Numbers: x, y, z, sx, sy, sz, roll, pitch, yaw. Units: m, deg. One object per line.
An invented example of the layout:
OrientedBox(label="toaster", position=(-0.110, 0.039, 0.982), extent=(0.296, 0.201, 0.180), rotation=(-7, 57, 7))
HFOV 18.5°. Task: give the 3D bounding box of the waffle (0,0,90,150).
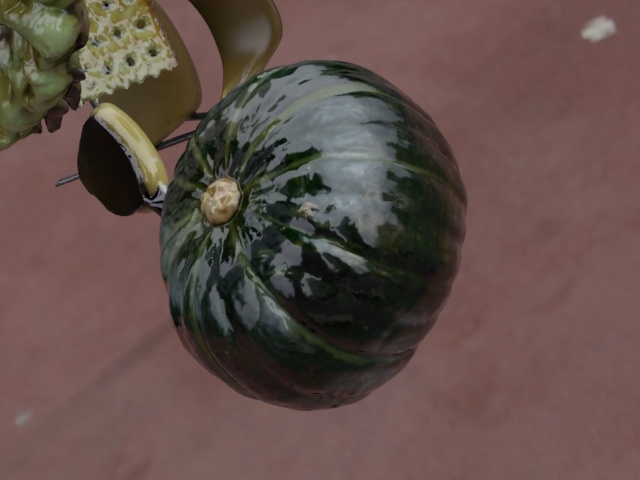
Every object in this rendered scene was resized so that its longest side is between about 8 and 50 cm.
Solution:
OrientedBox(label="waffle", position=(-0.161, -0.153, 0.961), extent=(0.054, 0.214, 0.208), rotation=(-14, 68, -24))

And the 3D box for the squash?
OrientedBox(label="squash", position=(-0.005, -0.002, 1.210), extent=(0.218, 0.172, 0.218), rotation=(-14, 61, 28))

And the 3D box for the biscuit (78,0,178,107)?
OrientedBox(label="biscuit", position=(-0.237, -0.174, 1.717), extent=(0.203, 0.144, 0.016), rotation=(-23, -12, -9))

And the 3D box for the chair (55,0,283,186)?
OrientedBox(label="chair", position=(-0.178, -0.177, 1.961), extent=(0.247, 0.158, 0.172), rotation=(-10, 24, 48))

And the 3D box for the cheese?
OrientedBox(label="cheese", position=(-0.150, -0.047, 1.692), extent=(0.036, 0.086, 0.162), rotation=(-17, 45, -38))
